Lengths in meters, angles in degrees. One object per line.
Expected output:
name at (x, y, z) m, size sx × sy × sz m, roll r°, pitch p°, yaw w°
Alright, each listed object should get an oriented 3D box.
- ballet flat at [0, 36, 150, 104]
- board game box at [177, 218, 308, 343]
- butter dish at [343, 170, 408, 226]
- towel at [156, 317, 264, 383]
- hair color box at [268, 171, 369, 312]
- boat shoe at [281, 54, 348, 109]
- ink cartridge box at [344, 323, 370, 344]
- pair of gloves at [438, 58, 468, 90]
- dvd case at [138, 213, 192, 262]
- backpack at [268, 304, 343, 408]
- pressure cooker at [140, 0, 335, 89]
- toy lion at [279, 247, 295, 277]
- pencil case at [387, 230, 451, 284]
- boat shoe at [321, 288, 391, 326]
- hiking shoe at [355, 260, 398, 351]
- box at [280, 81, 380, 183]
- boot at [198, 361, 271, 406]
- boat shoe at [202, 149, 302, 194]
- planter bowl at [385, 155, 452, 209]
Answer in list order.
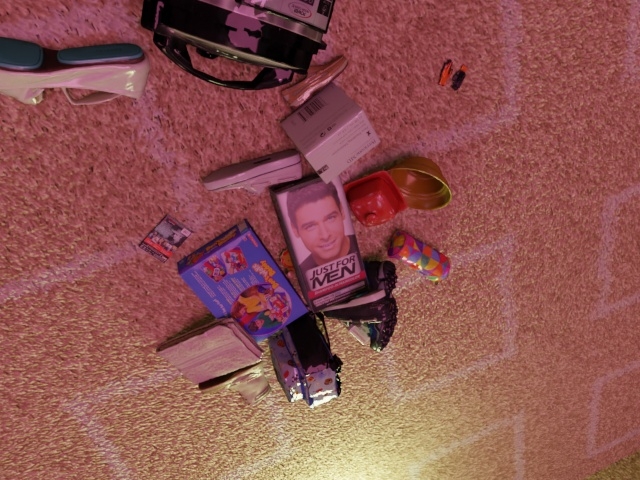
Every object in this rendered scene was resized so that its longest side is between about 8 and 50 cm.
ballet flat at (-0.574, -0.351, 1.040) m, size 0.400 × 0.139 × 0.139 m, roll -5°, pitch 117°, yaw -19°
board game box at (-0.221, 0.140, 1.431) m, size 0.233 × 0.078 × 0.347 m, roll -33°, pitch 122°, yaw -3°
butter dish at (0.152, -0.097, 1.406) m, size 0.160 × 0.118 × 0.160 m, roll -19°, pitch 128°, yaw 29°
towel at (-0.327, 0.337, 1.452) m, size 0.282 × 0.049 × 0.187 m, roll -25°, pitch 121°, yaw 19°
hair color box at (0.000, 0.000, 1.398) m, size 0.185 × 0.113 × 0.374 m, roll -21°, pitch 112°, yaw -10°
boat shoe at (-0.017, -0.420, 1.242) m, size 0.190 × 0.068 × 0.072 m, roll -39°, pitch 110°, yaw 1°
ink cartridge box at (0.160, 0.275, 1.652) m, size 0.135 × 0.056 × 0.099 m, roll -43°, pitch 122°, yaw 3°
pair of gloves at (0.379, -0.474, 1.392) m, size 0.083 × 0.010 × 0.074 m, roll 9°, pitch 110°, yaw -27°
dvd case at (-0.422, -0.004, 1.323) m, size 0.119 × 0.013 × 0.087 m, roll -46°, pitch 121°, yaw 7°
backpack at (-0.040, 0.396, 1.530) m, size 0.213 × 0.276 × 0.263 m, roll -21°, pitch 127°, yaw -4°
pressure cooker at (-0.146, -0.519, 0.973) m, size 0.370 × 0.375 × 0.420 m, roll 19°, pitch 109°, yaw -1°
toy lion at (-0.074, 0.061, 1.478) m, size 0.100 × 0.034 × 0.096 m, roll -10°, pitch 110°, yaw -16°
pencil case at (0.320, 0.056, 1.582) m, size 0.236 × 0.104 × 0.104 m, roll 30°, pitch 102°, yaw -30°
boat shoe at (0.100, 0.220, 1.474) m, size 0.114 × 0.302 × 0.091 m, roll -18°, pitch 85°, yaw -28°
hiking shoe at (0.173, 0.205, 1.565) m, size 0.113 × 0.132 × 0.304 m, roll -12°, pitch 106°, yaw -56°
box at (0.022, -0.277, 1.241) m, size 0.181 × 0.182 × 0.119 m, roll -38°, pitch 137°, yaw 5°
boot at (-0.274, 0.480, 1.582) m, size 0.213 × 0.077 × 0.165 m, roll -22°, pitch 122°, yaw -13°
boat shoe at (-0.175, -0.165, 1.294) m, size 0.268 × 0.096 × 0.088 m, roll -21°, pitch 119°, yaw -17°
planter bowl at (0.287, -0.184, 1.427) m, size 0.217 × 0.217 × 0.090 m, roll 33°, pitch 65°, yaw -30°
